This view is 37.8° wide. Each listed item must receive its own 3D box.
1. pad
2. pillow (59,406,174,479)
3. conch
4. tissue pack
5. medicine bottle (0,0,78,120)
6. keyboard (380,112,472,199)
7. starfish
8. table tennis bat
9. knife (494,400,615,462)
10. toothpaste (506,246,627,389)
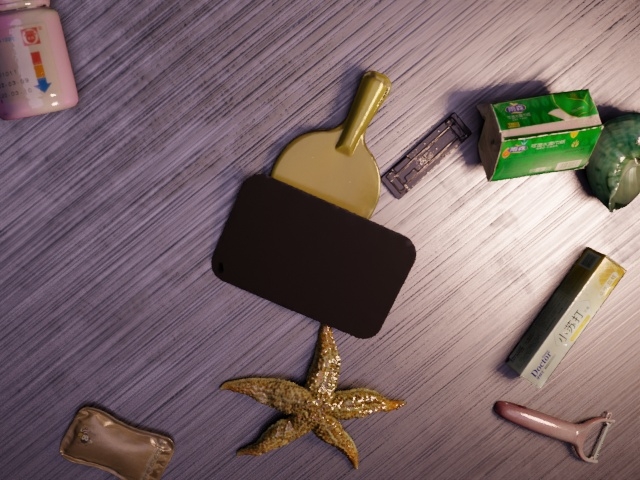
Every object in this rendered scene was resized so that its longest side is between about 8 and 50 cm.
[{"bbox_3d":[0.000,-0.001,1.880,0.375,0.063,0.315,24,110,-4],"label":"pad"},{"bbox_3d":[-0.414,0.424,1.913,0.218,0.033,0.130,28,96,-13],"label":"pillow"},{"bbox_3d":[0.638,-0.180,1.919,0.202,0.134,0.196,-26,144,-9],"label":"conch"},{"bbox_3d":[0.428,-0.229,1.873,0.209,0.148,0.156,-8,62,-6],"label":"tissue pack"},{"bbox_3d":[-0.536,-0.352,1.684,0.152,0.152,0.254,-13,102,-6],"label":"medicine bottle"},{"bbox_3d":[0.216,-0.172,1.909,0.204,0.013,0.061,-42,104,1],"label":"keyboard"},{"bbox_3d":[-0.017,0.362,1.949,0.358,0.078,0.347,-44,107,1],"label":"starfish"},{"bbox_3d":[0.036,-0.166,1.866,0.224,0.054,0.368,23,101,-12],"label":"table tennis bat"},{"bbox_3d":[0.515,0.400,2.050,0.278,0.053,0.123,19,92,-13],"label":"knife"},{"bbox_3d":[0.517,0.163,1.985,0.071,0.089,0.312,34,94,-19],"label":"toothpaste"}]
